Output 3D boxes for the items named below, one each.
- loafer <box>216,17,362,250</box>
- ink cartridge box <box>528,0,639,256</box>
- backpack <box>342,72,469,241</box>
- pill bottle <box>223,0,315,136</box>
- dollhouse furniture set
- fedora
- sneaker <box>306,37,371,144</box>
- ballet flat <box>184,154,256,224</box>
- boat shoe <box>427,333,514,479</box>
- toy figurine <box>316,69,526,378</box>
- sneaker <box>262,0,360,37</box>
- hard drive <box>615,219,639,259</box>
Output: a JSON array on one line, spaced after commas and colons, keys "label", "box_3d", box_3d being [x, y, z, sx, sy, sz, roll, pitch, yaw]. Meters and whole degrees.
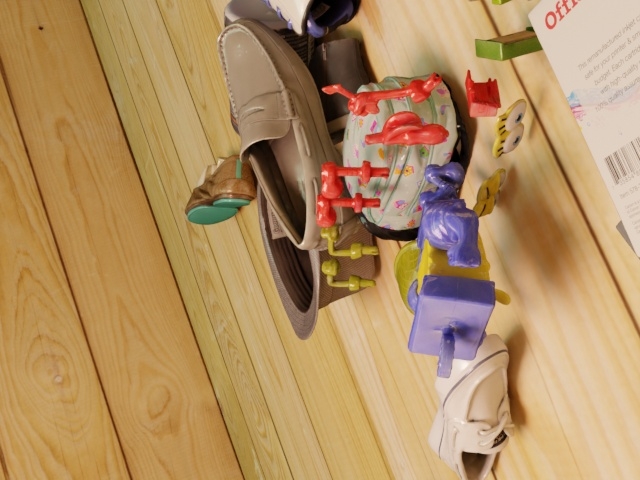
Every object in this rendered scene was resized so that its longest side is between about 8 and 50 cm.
[{"label": "loafer", "box_3d": [-0.053, -0.137, 0.922, 0.112, 0.111, 0.320, -35, 78, 40]}, {"label": "ink cartridge box", "box_3d": [0.233, -0.103, 0.427, 0.176, 0.127, 0.128, 69, 160, 10]}, {"label": "backpack", "box_3d": [0.087, -0.097, 0.823, 0.182, 0.115, 0.152, 109, 142, -53]}, {"label": "pill bottle", "box_3d": [-0.074, -0.231, 1.101, 0.130, 0.130, 0.246, 53, 151, 42]}, {"label": "dollhouse furniture set", "box_3d": [0.158, -0.233, 0.615, 0.076, 0.058, 0.152, 37, 139, 57]}, {"label": "fedora", "box_3d": [0.000, 0.000, 1.103, 0.244, 0.124, 0.276, 104, 148, -51]}, {"label": "sneaker", "box_3d": [-0.011, -0.189, 1.011, 0.222, 0.083, 0.118, -13, 86, 43]}, {"label": "ballet flat", "box_3d": [-0.221, -0.117, 1.621, 0.342, 0.116, 0.124, 159, 114, -69]}, {"label": "boat shoe", "box_3d": [0.187, 0.203, 0.855, 0.084, 0.095, 0.258, 52, 162, 34]}, {"label": "toy figurine", "box_3d": [0.089, 0.043, 0.715, 0.363, 0.191, 0.217, 94, 178, -54]}, {"label": "sneaker", "box_3d": [-0.055, -0.329, 0.910, 0.315, 0.127, 0.182, -6, 107, 46]}, {"label": "hard drive", "box_3d": [0.284, 0.015, 0.539, 0.135, 0.022, 0.094, 63, 157, 26]}]
